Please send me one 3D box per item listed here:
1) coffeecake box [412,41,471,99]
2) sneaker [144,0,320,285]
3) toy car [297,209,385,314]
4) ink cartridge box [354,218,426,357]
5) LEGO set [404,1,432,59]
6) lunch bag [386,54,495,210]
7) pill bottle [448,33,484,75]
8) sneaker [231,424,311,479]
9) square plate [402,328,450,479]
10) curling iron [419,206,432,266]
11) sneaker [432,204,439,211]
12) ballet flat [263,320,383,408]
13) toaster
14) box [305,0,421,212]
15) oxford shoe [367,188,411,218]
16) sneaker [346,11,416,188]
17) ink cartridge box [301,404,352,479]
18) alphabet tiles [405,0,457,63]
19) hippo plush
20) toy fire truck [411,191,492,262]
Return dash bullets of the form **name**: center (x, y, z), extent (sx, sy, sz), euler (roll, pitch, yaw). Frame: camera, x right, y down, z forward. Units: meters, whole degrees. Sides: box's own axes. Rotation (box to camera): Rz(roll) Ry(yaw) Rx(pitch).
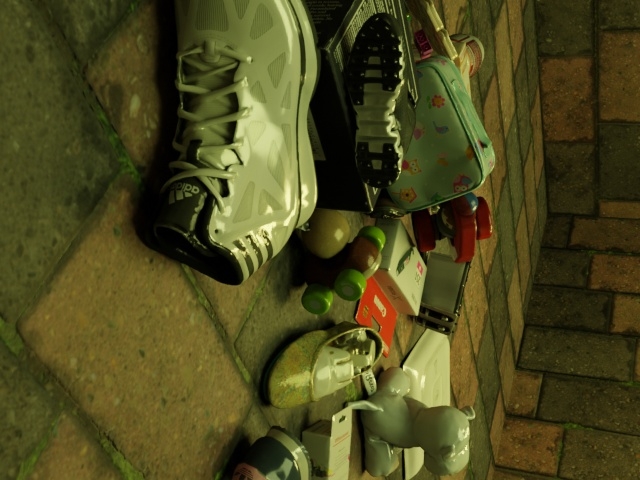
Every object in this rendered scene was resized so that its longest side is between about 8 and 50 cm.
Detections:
- **coffeecake box**: center (0.267, -0.357, 1.834), extent (0.068, 0.142, 0.185), euler (-63, 148, -43)
- **sneaker**: center (-0.114, -0.133, 0.961), extent (0.257, 0.169, 0.447), euler (-60, 149, -48)
- **toy car**: center (0.000, 0.000, 1.358), extent (0.188, 0.149, 0.155), euler (51, 37, -19)
- **ink cartridge box**: center (0.165, 0.115, 1.798), extent (0.275, 0.060, 0.239), euler (53, 45, -57)
- **LEGO set**: center (0.139, -0.432, 1.569), extent (0.093, 0.087, 0.227), euler (50, 17, -73)
- **lunch bag**: center (0.208, -0.206, 1.555), extent (0.279, 0.224, 0.108), euler (63, 29, -12)
- **pill bottle**: center (0.342, -0.459, 2.016), extent (0.221, 0.121, 0.121), euler (-40, 130, -59)
- **sneaker**: center (-0.075, 0.451, 1.275), extent (0.131, 0.112, 0.319), euler (-36, 126, -39)
- **square plate**: center (0.297, 0.421, 2.172), extent (0.347, 0.049, 0.344), euler (-38, 129, -60)
- **curling iron**: center (0.259, -0.053, 2.019), extent (0.068, 0.035, 0.274), euler (-26, 126, -39)
- **sneaker**: center (0.314, -0.097, 2.144), extent (0.083, 0.031, 0.035), euler (-6, 86, -71)
- **ballet flat**: center (0.023, 0.215, 1.415), extent (0.348, 0.123, 0.123), euler (-14, 107, -65)
- **toaster**: center (0.309, 0.126, 2.009), extent (0.168, 0.110, 0.185), euler (87, 20, -66)
- **box**: center (0.015, -0.249, 1.218), extent (0.296, 0.183, 0.294), euler (72, 34, -42)
- **oxford shoe**: center (0.145, -0.095, 1.691), extent (0.227, 0.083, 0.096), euler (-37, 127, -75)
- **sneaker**: center (0.088, -0.196, 1.085), extent (0.106, 0.078, 0.234), euler (-51, 142, -56)
- **ink cartridge box**: center (0.010, 0.400, 1.484), extent (0.104, 0.062, 0.181), euler (-3, 97, -67)
- **alphabet tiles**: center (0.201, -0.467, 1.593), extent (0.278, 0.021, 0.284), euler (52, 12, -35)
- **hippo plush**: center (0.223, 0.391, 1.756), extent (0.234, 0.237, 0.294), euler (-60, 146, -44)
- **toy fire truck**: center (0.283, -0.110, 1.742), extent (0.254, 0.169, 0.302), euler (76, 3, -77)
